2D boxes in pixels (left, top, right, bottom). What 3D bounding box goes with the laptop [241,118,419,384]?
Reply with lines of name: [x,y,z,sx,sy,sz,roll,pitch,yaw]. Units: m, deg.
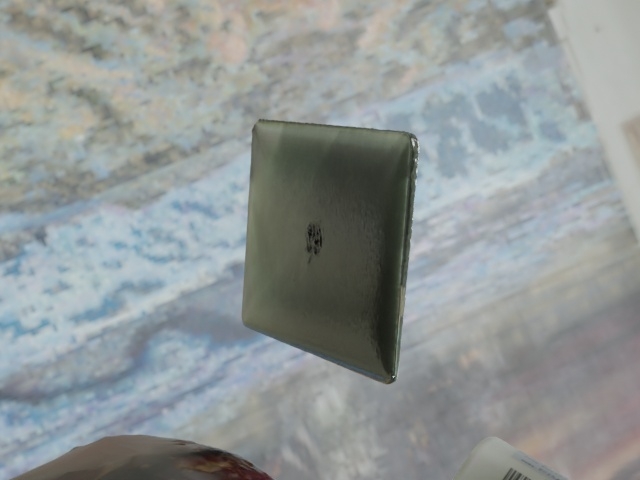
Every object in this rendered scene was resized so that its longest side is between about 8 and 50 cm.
laptop: [0.000,0.000,1.123,0.015,0.188,0.269,2,-174,-29]

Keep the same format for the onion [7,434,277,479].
onion: [-0.098,0.296,0.916,0.347,0.348,0.385,-23,162,20]

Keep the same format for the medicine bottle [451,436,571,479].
medicine bottle: [0.180,0.233,1.034,0.103,0.186,0.103,-52,160,-28]
